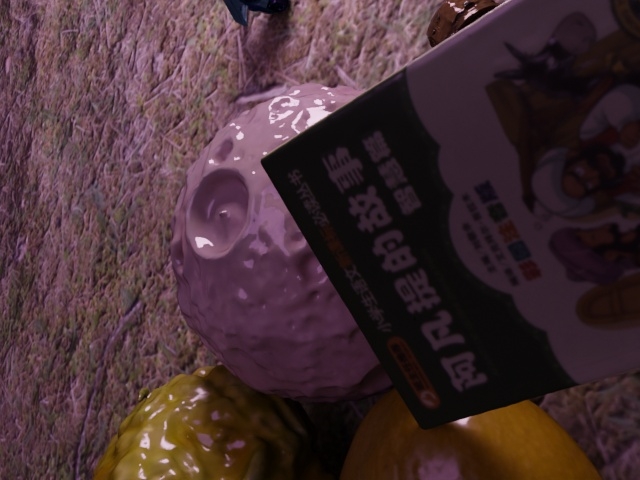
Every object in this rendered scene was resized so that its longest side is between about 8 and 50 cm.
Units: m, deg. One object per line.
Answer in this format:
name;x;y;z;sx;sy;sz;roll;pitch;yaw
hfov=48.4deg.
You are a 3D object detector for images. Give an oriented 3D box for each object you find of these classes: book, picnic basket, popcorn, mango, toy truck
book;0.115;-0.018;0.375;0.264;0.027;0.202;-26;98;33
picnic basket;0.138;-0.167;0.604;0.072;0.072;0.083;-50;52;20
popcorn;-0.090;0.229;0.620;0.251;0.206;0.236;149;100;-80
mango;0.121;0.247;0.471;0.195;0.142;0.331;-27;71;14
toy truck;-0.081;-0.285;0.824;0.090;0.073;0.056;-15;69;52

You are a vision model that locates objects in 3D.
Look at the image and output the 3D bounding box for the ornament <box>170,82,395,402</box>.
ornament;0.000;0.000;0.577;0.259;0.225;0.259;-10;75;39
